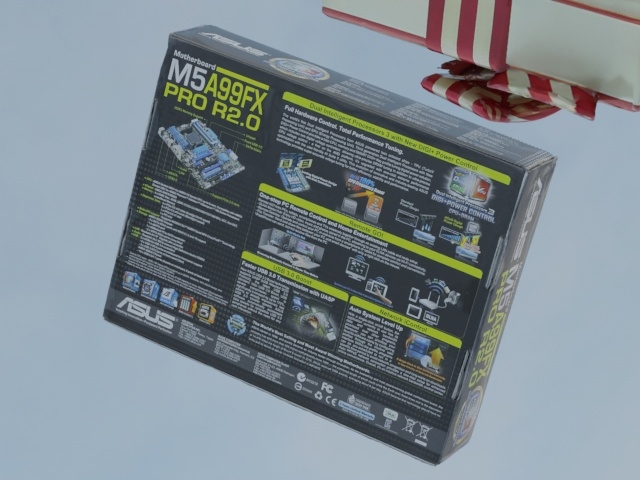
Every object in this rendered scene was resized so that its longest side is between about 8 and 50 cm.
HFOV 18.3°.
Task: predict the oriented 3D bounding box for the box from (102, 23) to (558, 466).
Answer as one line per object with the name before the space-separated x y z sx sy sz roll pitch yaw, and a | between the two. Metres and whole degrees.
box | 0.000 0.000 1.331 0.060 0.270 0.216 -24 -48 -63

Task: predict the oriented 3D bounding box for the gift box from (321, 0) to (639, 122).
gift box | 0.167 -0.195 1.074 0.255 0.276 0.258 -14 -61 -39
